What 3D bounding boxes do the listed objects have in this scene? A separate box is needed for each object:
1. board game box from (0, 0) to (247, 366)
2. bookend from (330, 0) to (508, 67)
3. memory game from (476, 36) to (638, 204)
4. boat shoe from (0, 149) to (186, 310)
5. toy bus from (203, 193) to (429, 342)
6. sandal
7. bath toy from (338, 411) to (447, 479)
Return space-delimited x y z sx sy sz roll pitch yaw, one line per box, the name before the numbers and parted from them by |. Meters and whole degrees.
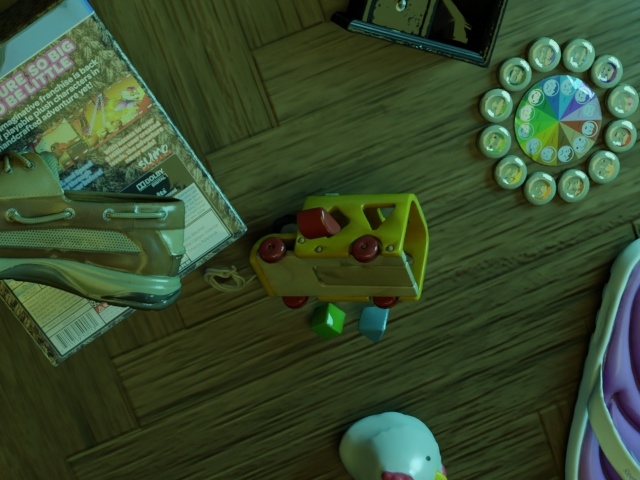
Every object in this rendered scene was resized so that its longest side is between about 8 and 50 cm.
board game box | -0.253 -0.071 1.745 0.232 0.141 0.291 -35 110 -2
bookend | 0.112 -0.272 1.815 0.156 0.072 0.157 14 101 -16
memory game | 0.255 -0.126 1.920 0.186 0.012 0.186 -3 105 -13
boat shoe | -0.272 -0.025 1.624 0.324 0.122 0.120 12 97 -25
toy bus | 0.013 0.003 1.848 0.202 0.191 0.104 26 55 -19
sandal | 0.363 0.201 1.988 0.169 0.102 0.416 -5 106 -12
bath toy | 0.068 0.362 1.947 0.151 0.129 0.348 7 102 -13
